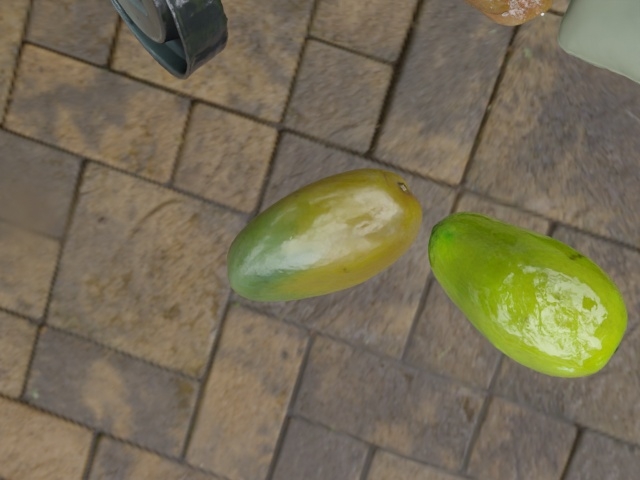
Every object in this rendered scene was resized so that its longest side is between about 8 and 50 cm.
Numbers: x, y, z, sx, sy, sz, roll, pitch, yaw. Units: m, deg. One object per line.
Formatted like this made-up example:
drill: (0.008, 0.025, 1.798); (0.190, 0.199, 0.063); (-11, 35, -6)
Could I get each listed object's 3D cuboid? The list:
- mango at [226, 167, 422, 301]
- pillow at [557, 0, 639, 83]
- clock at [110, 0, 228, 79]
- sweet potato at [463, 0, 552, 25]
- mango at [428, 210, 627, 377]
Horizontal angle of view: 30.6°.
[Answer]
mango: (0.000, 0.000, 1.088); (0.194, 0.130, 0.092); (-27, 64, 19)
pillow: (0.376, -0.231, 1.039); (0.322, 0.120, 0.255); (35, 116, 39)
clock: (-0.125, -0.199, 0.802); (0.040, 0.184, 0.184); (-33, 94, -13)
sweet potato: (0.175, -0.337, 1.425); (0.251, 0.097, 0.097); (21, 107, -28)
mango: (0.150, 0.035, 0.834); (0.117, 0.163, 0.089); (23, 105, -33)
